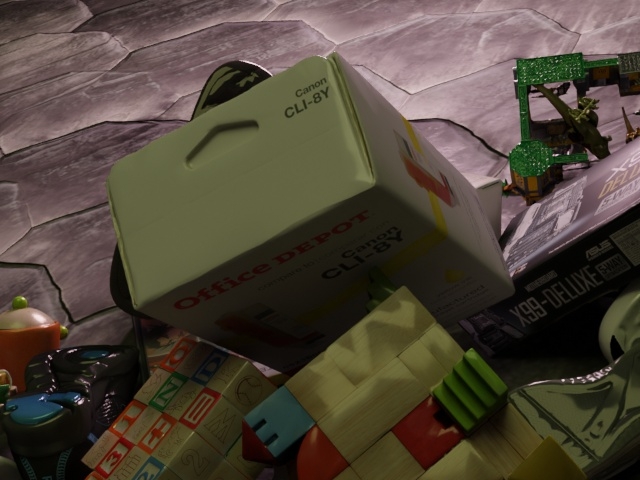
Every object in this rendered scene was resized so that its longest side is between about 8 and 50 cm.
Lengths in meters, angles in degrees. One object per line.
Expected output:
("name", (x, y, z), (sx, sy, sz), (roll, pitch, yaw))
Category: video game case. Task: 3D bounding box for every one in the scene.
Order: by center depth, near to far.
("video game case", (-0.115, 0.126, 1.604), (0.248, 0.035, 0.275), (-16, 29, -5))

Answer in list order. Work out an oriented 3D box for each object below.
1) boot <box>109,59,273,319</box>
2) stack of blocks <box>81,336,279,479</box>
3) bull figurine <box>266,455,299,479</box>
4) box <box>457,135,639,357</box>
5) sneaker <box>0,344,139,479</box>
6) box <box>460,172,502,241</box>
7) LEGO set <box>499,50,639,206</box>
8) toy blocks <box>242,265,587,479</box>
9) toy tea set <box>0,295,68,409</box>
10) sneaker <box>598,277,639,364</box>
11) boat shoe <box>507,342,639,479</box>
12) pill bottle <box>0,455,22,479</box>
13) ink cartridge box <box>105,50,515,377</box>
("boot", (-0.172, -0.042, 1.742), (0.138, 0.284, 0.377), (21, 75, 0))
("stack of blocks", (-0.170, 0.246, 1.229), (0.297, 0.087, 0.171), (-51, 24, -16))
("bull figurine", (-0.017, 0.232, 1.311), (0.188, 0.101, 0.310), (-12, 26, 9))
("box", (0.323, -0.012, 1.468), (0.307, 0.076, 0.242), (-36, 10, 42))
("sneaker", (-0.287, 0.210, 1.433), (0.125, 0.140, 0.341), (-5, 11, 7))
("box", (0.081, -0.035, 1.691), (0.311, 0.121, 0.148), (13, 22, 39))
("LEGO set", (0.413, -0.138, 1.776), (0.331, 0.192, 0.255), (-13, 58, 7))
("toy blocks", (0.071, 0.237, 1.111), (0.261, 0.191, 0.381), (-39, 70, -7))
("toy tea set", (-0.444, 0.143, 1.503), (0.200, 0.124, 0.336), (-4, 3, 7))
("sneaker", (0.416, 0.038, 1.488), (0.322, 0.130, 0.236), (-36, 15, -13))
("boat shoe", (0.280, 0.196, 1.273), (0.320, 0.103, 0.118), (-26, 50, -11))
("pill bottle", (-0.434, 0.276, 1.377), (0.208, 0.119, 0.119), (10, 36, 36))
("ink cartridge box", (0.000, 0.000, 1.305), (0.279, 0.384, 0.160), (-27, 62, 18))
